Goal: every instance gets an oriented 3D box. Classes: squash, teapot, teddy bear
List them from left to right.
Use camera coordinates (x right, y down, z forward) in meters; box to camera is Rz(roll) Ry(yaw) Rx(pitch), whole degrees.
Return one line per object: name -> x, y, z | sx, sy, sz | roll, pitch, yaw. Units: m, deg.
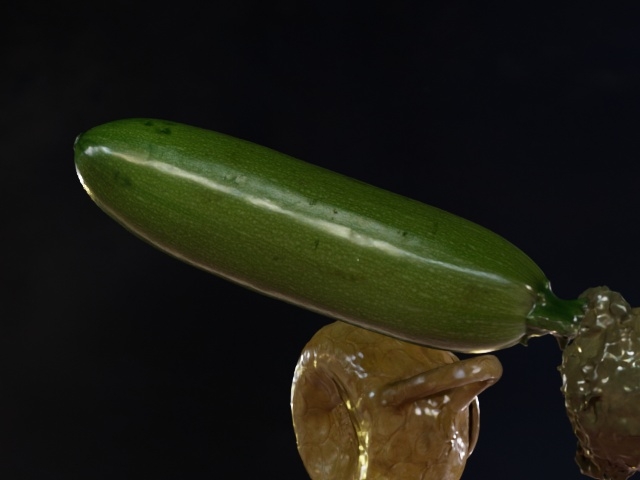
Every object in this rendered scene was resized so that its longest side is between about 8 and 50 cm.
squash -> 0.000, 0.000, 0.937 | 0.395, 0.107, 0.107 | 19, -27, 13
teapot -> 0.085, 0.162, 1.223 | 0.167, 0.203, 0.311 | -9, -20, -27
teddy bear -> 0.344, 0.141, 1.160 | 0.256, 0.267, 0.156 | 5, 11, 27
